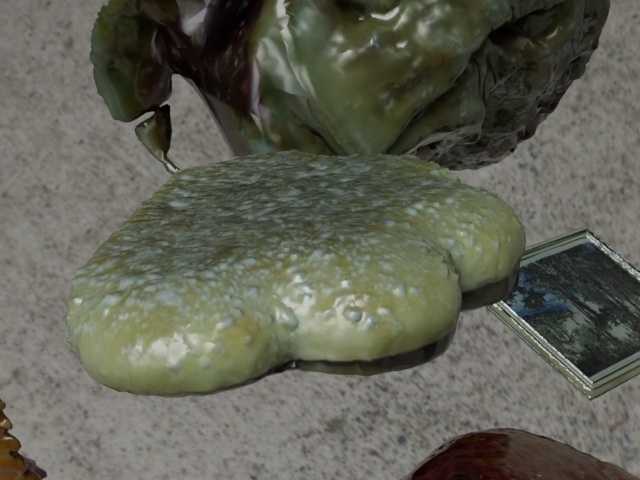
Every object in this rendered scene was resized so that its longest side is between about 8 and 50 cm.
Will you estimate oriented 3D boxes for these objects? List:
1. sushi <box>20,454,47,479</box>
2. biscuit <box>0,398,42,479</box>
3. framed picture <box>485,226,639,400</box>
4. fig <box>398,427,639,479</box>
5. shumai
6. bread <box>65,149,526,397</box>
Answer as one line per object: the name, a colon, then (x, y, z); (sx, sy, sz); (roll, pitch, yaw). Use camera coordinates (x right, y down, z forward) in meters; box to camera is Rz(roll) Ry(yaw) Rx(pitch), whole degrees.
sushi: (-0.330, 0.339, 1.045); (0.161, 0.107, 0.241); (-37, 48, 27)
biscuit: (-0.250, 0.054, 0.447); (0.236, 0.232, 0.013); (-4, 38, 5)
framed picture: (0.206, 0.048, 0.845); (0.142, 0.183, 0.011); (44, 129, 29)
fig: (0.062, 0.169, 0.363); (0.133, 0.146, 0.201); (20, 110, 3)
shumai: (0.027, -0.148, 0.884); (0.395, 0.395, 0.348); (7, 44, 25)
bread: (0.000, 0.000, 0.556); (0.207, 0.056, 0.286); (-3, 19, 5)
